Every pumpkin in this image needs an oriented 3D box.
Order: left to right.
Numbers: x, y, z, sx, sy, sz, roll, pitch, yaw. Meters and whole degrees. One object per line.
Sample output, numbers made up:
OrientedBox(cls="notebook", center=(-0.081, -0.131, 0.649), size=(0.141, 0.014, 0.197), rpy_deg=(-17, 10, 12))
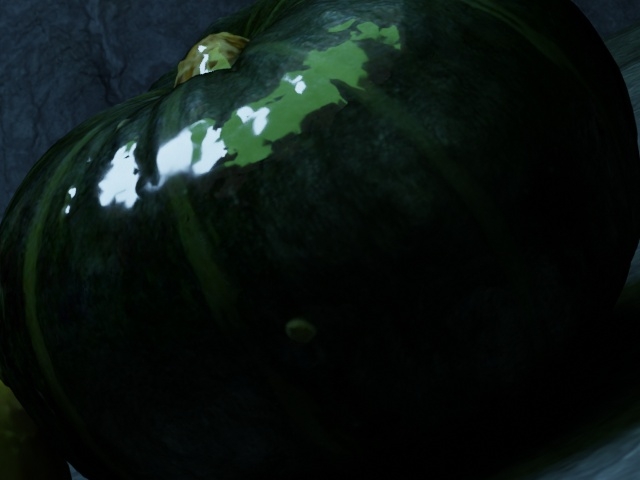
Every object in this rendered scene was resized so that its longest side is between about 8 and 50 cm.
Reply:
OrientedBox(cls="pumpkin", center=(0.000, 0.000, 0.845), size=(0.300, 0.207, 0.300), rpy_deg=(-28, 19, 11))

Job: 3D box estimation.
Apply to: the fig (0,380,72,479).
OrientedBox(cls="fig", center=(-0.214, 0.077, 0.842), size=(0.159, 0.257, 0.159), rpy_deg=(-20, 20, 8))
